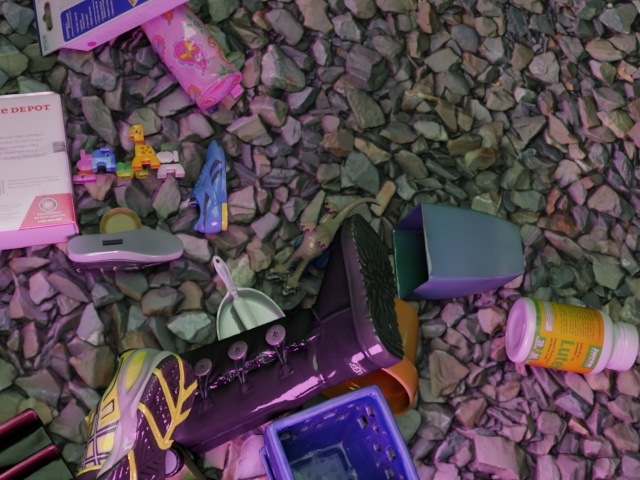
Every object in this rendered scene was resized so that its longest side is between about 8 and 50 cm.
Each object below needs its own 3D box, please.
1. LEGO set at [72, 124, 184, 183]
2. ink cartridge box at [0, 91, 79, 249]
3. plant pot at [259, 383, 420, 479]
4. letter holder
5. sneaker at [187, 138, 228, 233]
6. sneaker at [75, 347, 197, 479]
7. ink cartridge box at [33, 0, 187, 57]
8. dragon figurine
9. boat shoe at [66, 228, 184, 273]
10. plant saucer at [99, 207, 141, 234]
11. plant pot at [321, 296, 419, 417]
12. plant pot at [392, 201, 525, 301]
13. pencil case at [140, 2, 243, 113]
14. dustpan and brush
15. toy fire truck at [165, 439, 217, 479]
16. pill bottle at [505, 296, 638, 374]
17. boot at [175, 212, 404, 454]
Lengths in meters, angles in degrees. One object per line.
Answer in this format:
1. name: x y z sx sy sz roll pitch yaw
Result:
1. LEGO set: -0.396 -0.182 1.990 0.227 0.087 0.093 -4 72 -13
2. ink cartridge box: -0.600 -0.136 1.920 0.207 0.117 0.283 -7 73 -12
3. plant pot: 0.024 0.429 1.775 0.236 0.212 0.236 -16 71 -21
4. letter holder: -0.590 0.439 1.671 0.302 0.214 0.152 -31 79 -19
5. sneaker: -0.234 -0.116 2.007 0.082 0.069 0.209 -1 71 -7
6. sneaker: -0.347 0.368 1.680 0.147 0.145 0.385 15 74 41
7. ink cartridge box: -0.444 -0.523 2.044 0.371 0.069 0.176 -19 72 21
8. dragon figurine: 0.000 0.000 1.999 0.085 0.144 0.289 41 50 7
9. boat shoe: -0.386 0.033 1.925 0.228 0.076 0.080 -4 45 -9
10. plant saucer: -0.407 -0.026 1.971 0.083 0.015 0.083 3 72 -9
11. plant pot: 0.107 0.214 1.898 0.205 0.205 0.188 25 53 -1
12. plant pot: 0.292 0.028 2.006 0.234 0.166 0.165 2 71 -17
13. pencil case: -0.284 -0.417 2.079 0.124 0.124 0.284 -34 81 -19
14. dustpan and brush: -0.164 0.128 1.938 0.147 0.060 0.211 -27 78 -18
15. toy fire truck: -0.337 0.470 1.759 0.246 0.158 0.217 -41 76 0
16. pill bottle: 0.519 0.201 1.996 0.245 0.136 0.136 10 70 -7
17. boot: -0.078 0.170 1.821 0.146 0.445 0.367 48 24 -31
